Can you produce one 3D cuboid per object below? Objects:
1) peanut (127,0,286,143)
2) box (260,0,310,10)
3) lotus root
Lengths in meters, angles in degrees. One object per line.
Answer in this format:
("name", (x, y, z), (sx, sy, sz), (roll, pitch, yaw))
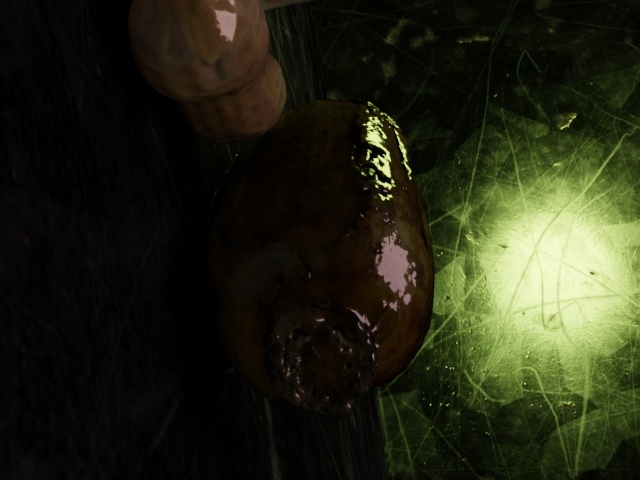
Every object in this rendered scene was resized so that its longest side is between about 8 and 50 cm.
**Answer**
("peanut", (-0.081, -0.142, 0.700), (0.263, 0.101, 0.117), (61, 39, -74))
("box", (0.009, -0.313, 0.678), (0.385, 0.344, 0.122), (19, 59, -84))
("lotus root", (0.000, 0.000, 0.756), (0.397, 0.195, 0.179), (-91, 158, -61))
